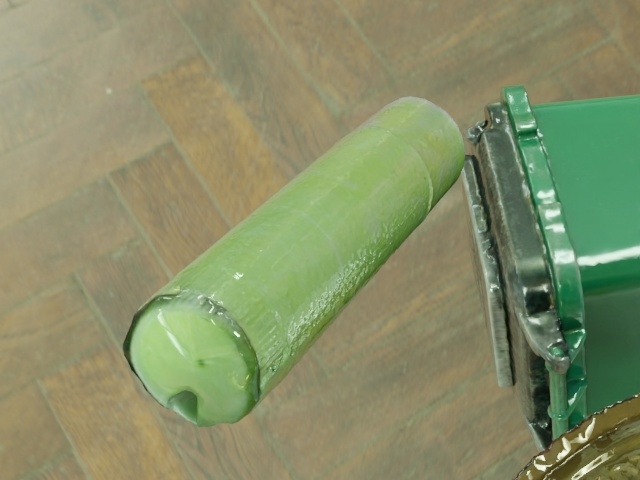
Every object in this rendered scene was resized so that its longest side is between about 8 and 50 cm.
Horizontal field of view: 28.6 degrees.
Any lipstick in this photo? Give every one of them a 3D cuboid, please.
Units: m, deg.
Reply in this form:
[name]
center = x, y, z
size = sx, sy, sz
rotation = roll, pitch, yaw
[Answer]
[lipstick]
center = 0.000, 0.000, 0.694
size = 0.076, 0.076, 0.304
rotation = 28, 32, 12

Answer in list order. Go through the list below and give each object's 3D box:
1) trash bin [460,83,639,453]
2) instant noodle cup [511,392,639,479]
[trash bin]
center = 0.328, 0.009, 1.099
size = 0.381, 0.259, 0.295
rotation = -11, 48, 5
[instant noodle cup]
center = 0.222, 0.209, 0.738
size = 0.274, 0.274, 0.090
rotation = -15, 34, -6
